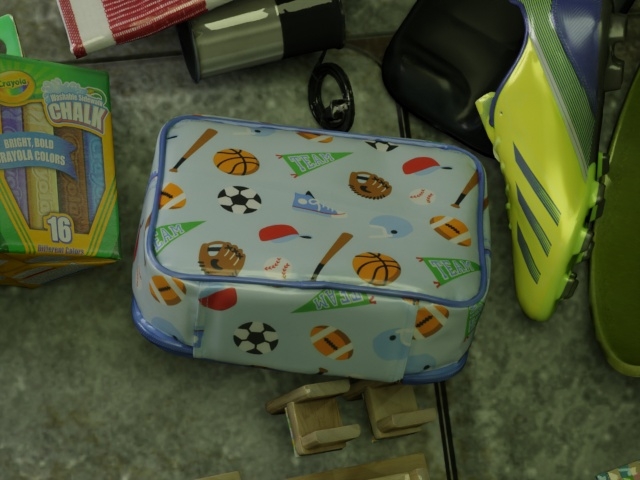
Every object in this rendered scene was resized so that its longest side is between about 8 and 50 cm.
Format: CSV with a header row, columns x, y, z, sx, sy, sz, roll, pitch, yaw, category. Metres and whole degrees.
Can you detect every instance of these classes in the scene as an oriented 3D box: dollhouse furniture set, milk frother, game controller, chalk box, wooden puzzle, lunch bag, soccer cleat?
x,y,z,sx,sy,sz,roll,pitch,yaw,category
-0.020,0.237,1.607,0.242,0.161,0.212,-8,78,-29,dollhouse furniture set
-0.046,-0.156,1.672,0.134,0.129,0.143,-15,74,-10,milk frother
0.192,-0.229,1.750,0.166,0.067,0.319,30,76,17,game controller
-0.260,-0.078,1.612,0.132,0.132,0.213,7,74,-43,chalk box
0.271,0.218,1.677,0.083,0.006,0.049,-19,80,-8,wooden puzzle
0.000,0.000,1.614,0.303,0.115,0.243,8,40,-5,lunch bag
0.189,-0.077,1.662,0.121,0.093,0.289,9,98,10,soccer cleat

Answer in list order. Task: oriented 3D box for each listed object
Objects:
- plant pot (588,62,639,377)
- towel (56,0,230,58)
x,y,z,sx,sy,sz,roll,pitch,yaw,category
0.458,-0.023,1.596,0.353,0.366,0.366,15,77,-13,plant pot
-0.077,-0.279,1.659,0.329,0.037,0.237,-22,42,0,towel
